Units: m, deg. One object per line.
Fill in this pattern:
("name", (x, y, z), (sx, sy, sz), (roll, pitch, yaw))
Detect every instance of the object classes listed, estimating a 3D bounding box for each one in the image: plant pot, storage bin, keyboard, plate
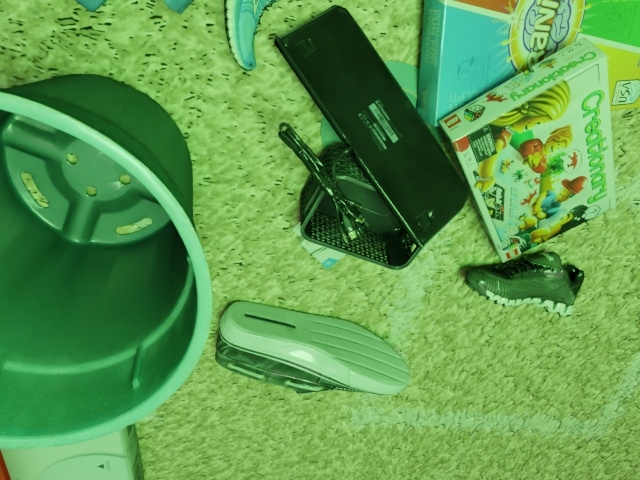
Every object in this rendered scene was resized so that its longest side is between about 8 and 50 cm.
("plant pot", (-0.283, -0.028, 0.540), (0.340, 0.334, 0.342), (-4, 119, -7))
("storage bin", (0.070, -0.046, 0.714), (0.180, 0.084, 0.122), (19, 128, -17))
("keyboard", (0.048, -0.125, 0.620), (0.201, 0.033, 0.317), (-39, 97, -25))
("plate", (0.094, -0.158, 0.708), (0.188, 0.024, 0.188), (-4, 119, -8))

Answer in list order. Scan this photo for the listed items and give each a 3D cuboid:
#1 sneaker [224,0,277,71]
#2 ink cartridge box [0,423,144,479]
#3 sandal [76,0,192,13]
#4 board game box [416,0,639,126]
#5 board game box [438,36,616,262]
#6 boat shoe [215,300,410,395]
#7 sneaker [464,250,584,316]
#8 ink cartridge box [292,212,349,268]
("sneaker", (-0.079, -0.287, 0.592), (0.073, 0.063, 0.162), (0, 118, -13))
("ink cartridge box", (-0.523, 0.370, 0.850), (0.384, 0.091, 0.309), (-2, 118, -9))
("sandal", (-0.258, -0.312, 0.520), (0.317, 0.126, 0.138), (-4, 122, -6))
("board game box", (0.290, -0.285, 0.636), (0.316, 0.064, 0.243), (-8, 118, -10))
("board game box", (0.305, -0.102, 0.694), (0.192, 0.053, 0.305), (-29, 137, 13))
("boat shoe", (-0.016, 0.201, 0.841), (0.334, 0.121, 0.119), (20, 121, -7))
("sneaker", (0.354, 0.060, 0.838), (0.234, 0.078, 0.106), (12, 112, -19))
("ink cartridge box", (0.000, 0.000, 0.773), (0.048, 0.028, 0.083), (-40, 116, 12))
